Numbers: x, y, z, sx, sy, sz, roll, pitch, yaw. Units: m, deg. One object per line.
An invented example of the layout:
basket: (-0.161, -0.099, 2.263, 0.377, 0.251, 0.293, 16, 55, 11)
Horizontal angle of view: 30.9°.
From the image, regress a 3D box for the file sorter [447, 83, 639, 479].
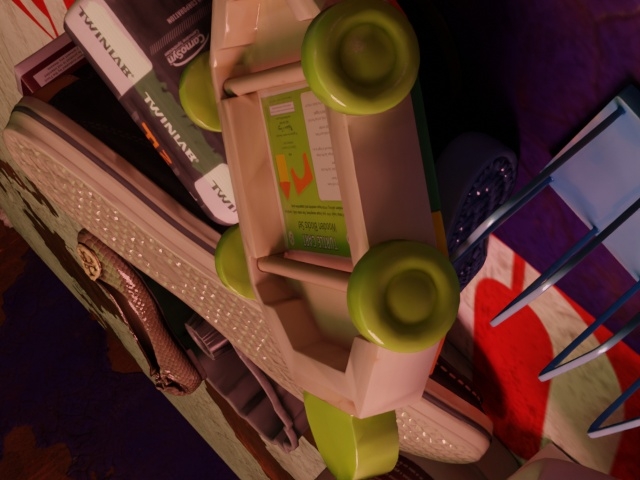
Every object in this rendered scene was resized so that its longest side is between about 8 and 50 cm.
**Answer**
file sorter: (0.160, 0.033, 0.594, 0.170, 0.104, 0.118, 49, 164, 6)

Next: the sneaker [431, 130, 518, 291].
sneaker: (0.066, -0.019, 0.771, 0.090, 0.081, 0.232, 39, 162, 14)

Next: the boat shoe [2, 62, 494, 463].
boat shoe: (-0.039, 0.010, 1.006, 0.500, 0.156, 0.187, 39, 158, 1)

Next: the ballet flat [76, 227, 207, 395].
ballet flat: (-0.218, 0.091, 1.368, 0.084, 0.058, 0.249, 23, 148, 57)

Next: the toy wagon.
toy wagon: (0.000, 0.000, 0.680, 0.267, 0.068, 0.344, -170, 68, -69)

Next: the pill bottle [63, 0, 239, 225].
pill bottle: (-0.067, -0.101, 0.863, 0.245, 0.130, 0.130, 53, 164, -7)

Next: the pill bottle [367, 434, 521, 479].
pill bottle: (0.084, 0.273, 1.102, 0.121, 0.221, 0.121, 46, 163, 18)

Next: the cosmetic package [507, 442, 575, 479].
cosmetic package: (0.105, 0.385, 1.013, 0.097, 0.377, 0.284, 41, 160, 37)

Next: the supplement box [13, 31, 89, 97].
supplement box: (-0.176, -0.104, 1.146, 0.239, 0.130, 0.073, 51, 164, 2)

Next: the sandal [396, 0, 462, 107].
sandal: (0.024, -0.149, 0.673, 0.179, 0.040, 0.067, 57, 161, -19)

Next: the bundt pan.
bundt pan: (-0.094, 0.078, 1.332, 0.331, 0.124, 0.331, 45, 163, 18)

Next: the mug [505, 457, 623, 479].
mug: (0.230, 0.291, 0.733, 0.328, 0.276, 0.374, 46, 130, 7)

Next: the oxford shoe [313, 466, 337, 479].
oxford shoe: (0.175, 0.366, 1.264, 0.449, 0.130, 0.169, 40, 161, -16)
